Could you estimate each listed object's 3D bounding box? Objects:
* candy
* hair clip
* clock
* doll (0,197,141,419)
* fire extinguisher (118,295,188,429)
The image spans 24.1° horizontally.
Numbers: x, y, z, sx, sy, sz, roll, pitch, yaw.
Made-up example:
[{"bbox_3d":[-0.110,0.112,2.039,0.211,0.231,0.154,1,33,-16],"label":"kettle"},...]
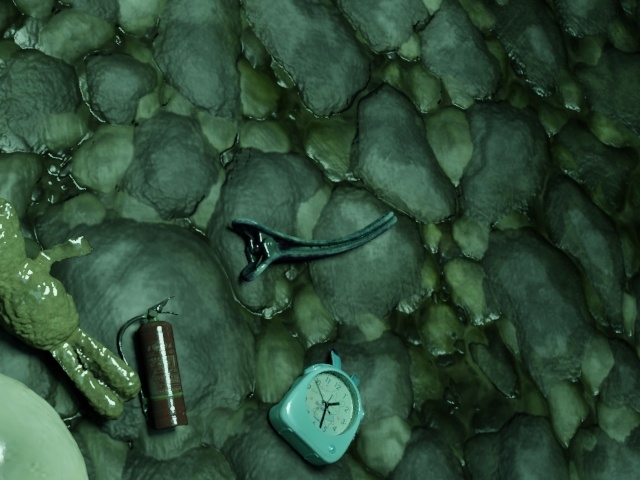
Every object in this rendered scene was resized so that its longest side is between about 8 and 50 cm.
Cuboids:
[{"bbox_3d":[-0.367,0.265,1.552,0.295,0.185,0.295,17,59,-30],"label":"candy"},{"bbox_3d":[0.000,0.000,1.997,0.275,0.048,0.083,-7,79,-42],"label":"hair clip"},{"bbox_3d":[0.007,0.209,1.934,0.108,0.045,0.147,47,54,-16],"label":"clock"},{"bbox_3d":[-0.318,0.075,1.714,0.286,0.091,0.202,22,98,-17],"label":"doll"},{"bbox_3d":[-0.201,0.150,1.804,0.078,0.045,0.157,-8,82,-15],"label":"fire extinguisher"}]
